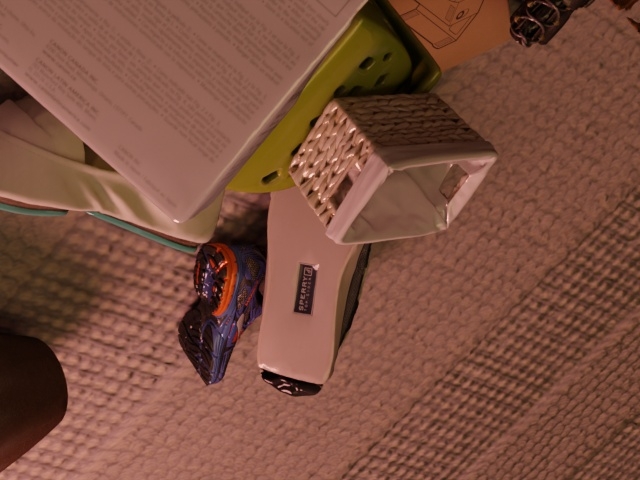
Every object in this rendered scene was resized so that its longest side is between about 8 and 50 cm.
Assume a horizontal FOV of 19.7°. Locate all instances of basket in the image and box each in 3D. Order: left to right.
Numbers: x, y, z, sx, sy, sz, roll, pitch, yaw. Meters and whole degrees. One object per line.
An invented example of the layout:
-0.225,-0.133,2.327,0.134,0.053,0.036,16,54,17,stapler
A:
0.067,-0.074,1.778,0.167,0.103,0.113,-8,142,-46,basket

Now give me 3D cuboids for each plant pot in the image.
-0.402,0.184,2.027,0.230,0.215,0.215,-17,142,-42,plant pot
-0.030,-0.183,1.841,0.228,0.227,0.207,-47,146,18,plant pot

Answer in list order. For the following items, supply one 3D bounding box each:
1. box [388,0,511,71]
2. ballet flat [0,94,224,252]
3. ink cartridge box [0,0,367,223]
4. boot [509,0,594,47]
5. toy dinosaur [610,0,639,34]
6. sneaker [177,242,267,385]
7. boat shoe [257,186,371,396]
0.129,-0.263,2.014,0.164,0.021,0.201,-25,141,-9,box
-0.248,-0.086,1.890,0.400,0.139,0.139,14,124,-48,ballet flat
-0.115,-0.255,1.651,0.385,0.308,0.091,-49,178,16,ink cartridge box
0.291,-0.292,1.960,0.229,0.091,0.263,-46,177,14,boot
0.398,-0.291,2.130,0.112,0.064,0.211,-42,141,12,toy dinosaur
-0.108,0.090,2.198,0.087,0.083,0.221,-13,141,-30,sneaker
0.000,0.000,2.158,0.127,0.158,0.341,16,107,4,boat shoe
